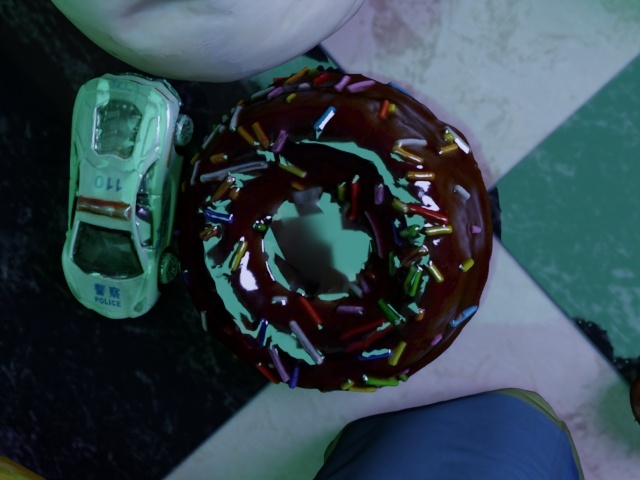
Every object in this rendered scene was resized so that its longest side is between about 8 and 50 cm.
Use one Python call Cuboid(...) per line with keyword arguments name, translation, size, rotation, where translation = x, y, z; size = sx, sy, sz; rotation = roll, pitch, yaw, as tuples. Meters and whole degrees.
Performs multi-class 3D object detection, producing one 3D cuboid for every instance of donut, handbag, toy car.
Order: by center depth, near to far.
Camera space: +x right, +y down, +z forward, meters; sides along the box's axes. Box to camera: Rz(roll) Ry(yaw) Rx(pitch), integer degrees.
Cuboid(name="handbag", translation=(0.080, 0.247, 0.790), size=(0.222, 0.241, 0.263), rotation=(-11, 97, 18))
Cuboid(name="donut", translation=(0.000, 0.000, 0.854), size=(0.235, 0.089, 0.235), rotation=(4, 103, 17))
Cuboid(name="toy car", translation=(-0.146, -0.030, 0.911), size=(0.093, 0.058, 0.186), rotation=(11, 102, 14))

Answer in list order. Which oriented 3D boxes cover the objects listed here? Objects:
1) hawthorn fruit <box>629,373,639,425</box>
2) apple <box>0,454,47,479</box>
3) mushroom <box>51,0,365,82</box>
Cuboid(name="hawthorn fruit", translation=(0.242, 0.107, 0.807), size=(0.077, 0.077, 0.077), rotation=(3, 101, 17))
Cuboid(name="apple", translation=(-0.285, 0.334, 0.895), size=(0.374, 0.374, 0.384), rotation=(20, 135, 13))
Cuboid(name="mushroom", translation=(-0.054, -0.248, 0.740), size=(0.315, 0.356, 0.315), rotation=(-1, 97, -10))
